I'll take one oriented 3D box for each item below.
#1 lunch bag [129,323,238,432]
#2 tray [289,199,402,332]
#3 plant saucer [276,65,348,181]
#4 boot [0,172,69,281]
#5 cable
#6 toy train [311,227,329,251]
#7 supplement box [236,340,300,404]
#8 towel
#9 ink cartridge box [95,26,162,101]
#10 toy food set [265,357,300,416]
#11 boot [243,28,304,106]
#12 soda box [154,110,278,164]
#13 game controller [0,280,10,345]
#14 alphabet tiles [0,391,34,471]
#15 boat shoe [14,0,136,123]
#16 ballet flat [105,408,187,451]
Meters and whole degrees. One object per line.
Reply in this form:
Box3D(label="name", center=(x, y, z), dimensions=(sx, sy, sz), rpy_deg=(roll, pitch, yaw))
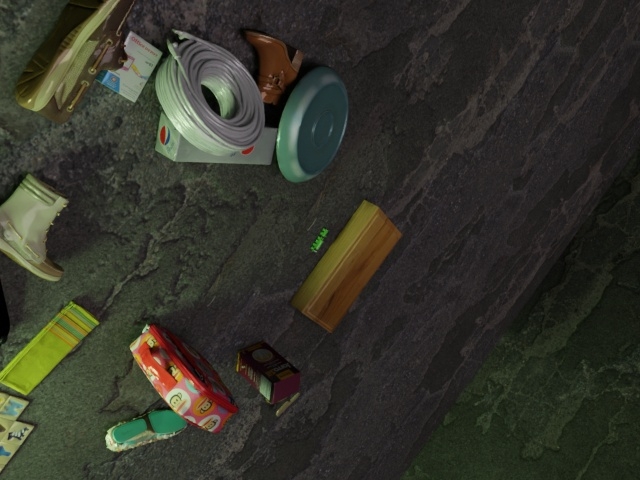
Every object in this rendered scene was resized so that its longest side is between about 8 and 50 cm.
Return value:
Box3D(label="lunch bag", center=(-0.360, 0.343, 1.635), dimensions=(0.120, 0.293, 0.258), rpy_deg=(-47, 140, -6))
Box3D(label="tray", center=(0.091, 0.090, 2.110), dimensions=(0.411, 0.076, 0.203), rpy_deg=(-53, 140, -4))
Box3D(label="plant saucer", center=(-0.007, -0.299, 1.711), dimensions=(0.317, 0.043, 0.318), rpy_deg=(-44, 147, -39))
Box3D(label="boot", center=(-0.577, -0.023, 1.341), dimensions=(0.165, 0.077, 0.213), rpy_deg=(-51, 137, -11))
Box3D(label="cable", center=(-0.234, -0.307, 1.398), dimensions=(0.257, 0.089, 0.257), rpy_deg=(4, 70, -51))
Box3D(label="toy train", center=(0.000, 0.000, 1.995), dimensions=(0.017, 0.023, 0.083), rpy_deg=(32, 89, -51))
Box3D(label="supplement box", center=(-0.159, 0.398, 1.957), dimensions=(0.104, 0.188, 0.081), rpy_deg=(-16, 125, -39))
Box3D(label="towel", center=(-0.631, 0.254, 1.506), dimensions=(0.237, 0.021, 0.102), rpy_deg=(-48, 139, -12))
Box3D(label="ink cartridge box", center=(-0.397, -0.362, 1.325), dimensions=(0.088, 0.052, 0.123), rpy_deg=(27, 92, -51))
Box3D(label="toy food set", center=(-0.137, 0.485, 2.165), dimensions=(0.132, 0.038, 0.192), rpy_deg=(-38, 132, -33))
Box3D(label="boot", center=(-0.131, -0.413, 1.556), dimensions=(0.197, 0.073, 0.153), rpy_deg=(13, 109, -47))
Box3D(label="soda box", center=(-0.242, -0.241, 1.533), dimensions=(0.286, 0.091, 0.098), rpy_deg=(-6, 117, -44))
Box3D(label="game controller", center=(-0.688, 0.135, 1.259), dimensions=(0.167, 0.067, 0.319), rpy_deg=(-74, 177, -49))
Box3D(label="alphabet tiles", center=(-0.828, 0.447, 1.435), dimensions=(0.285, 0.011, 0.342), rpy_deg=(-54, 140, -5))
Box3D(label="boat shoe", center=(-0.431, -0.371, 1.229), dimensions=(0.342, 0.123, 0.123), rpy_deg=(-54, 140, 2))
Box3D(label="ballet flat", center=(-0.490, 0.530, 1.802), dimensions=(0.240, 0.091, 0.077), rpy_deg=(-1, 145, -41))
